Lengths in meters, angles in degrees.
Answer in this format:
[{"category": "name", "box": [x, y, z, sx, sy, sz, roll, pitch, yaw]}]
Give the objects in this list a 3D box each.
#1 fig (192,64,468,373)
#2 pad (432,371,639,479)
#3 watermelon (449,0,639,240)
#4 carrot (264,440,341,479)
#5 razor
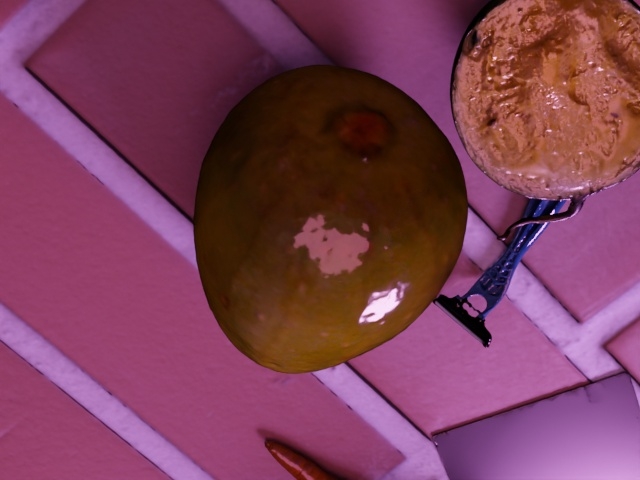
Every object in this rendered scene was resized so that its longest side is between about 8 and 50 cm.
[{"category": "fig", "box": [0.000, 0.000, 1.064, 0.258, 0.258, 0.326, 11, 133, -8]}, {"category": "pad", "box": [0.272, 0.259, 1.321, 0.243, 0.004, 0.163, -19, 114, 6]}, {"category": "watermelon", "box": [0.226, -0.146, 1.066, 0.204, 0.127, 0.232, -21, 112, 6]}, {"category": "carrot", "box": [0.018, 0.300, 1.310, 0.216, 0.048, 0.048, 36, 108, -11]}, {"category": "razor", "box": [0.218, -0.009, 1.178, 0.082, 0.042, 0.253, 39, 111, 25]}]
